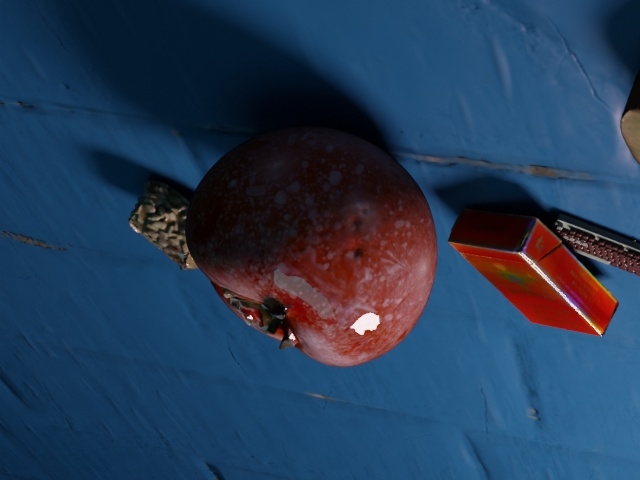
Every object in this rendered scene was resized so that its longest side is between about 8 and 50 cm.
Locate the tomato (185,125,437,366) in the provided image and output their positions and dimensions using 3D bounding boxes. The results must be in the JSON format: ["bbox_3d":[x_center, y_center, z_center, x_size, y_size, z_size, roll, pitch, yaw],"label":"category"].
[{"bbox_3d":[0.000,0.000,1.752,0.270,0.227,0.270,36,166,11],"label":"tomato"}]

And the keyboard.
[{"bbox_3d":[0.323,0.016,1.770,0.166,0.017,0.055,21,153,2],"label":"keyboard"}]

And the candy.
[{"bbox_3d":[-0.177,-0.018,2.010,0.110,0.085,0.095,29,160,8],"label":"candy"}]

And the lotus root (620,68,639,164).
[{"bbox_3d":[0.445,-0.066,1.439,0.375,0.111,0.390,17,156,13],"label":"lotus root"}]

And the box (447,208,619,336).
[{"bbox_3d":[0.232,0.033,1.816,0.112,0.048,0.175,11,155,49],"label":"box"}]
